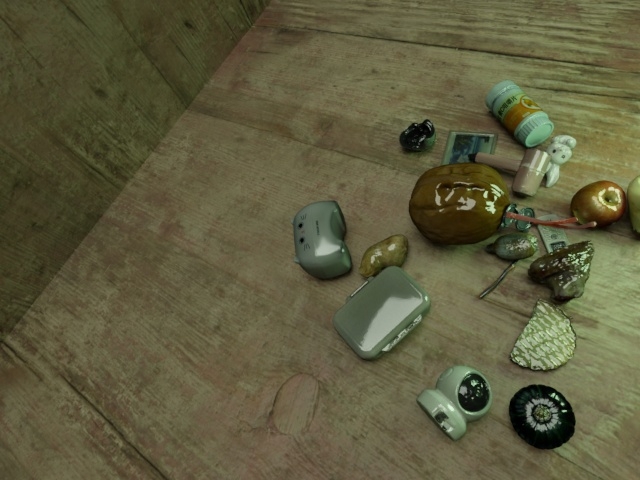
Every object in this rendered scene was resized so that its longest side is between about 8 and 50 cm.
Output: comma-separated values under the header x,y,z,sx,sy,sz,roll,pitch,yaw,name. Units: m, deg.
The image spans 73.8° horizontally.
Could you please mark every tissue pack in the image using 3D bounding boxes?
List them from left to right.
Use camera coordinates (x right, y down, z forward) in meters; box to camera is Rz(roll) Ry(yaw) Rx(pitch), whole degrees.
x,y,z,sx,sy,sz,roll,pitch,yaw,name
0.000,0.000,1.920,0.236,0.229,0.333,-14,58,12,tissue pack

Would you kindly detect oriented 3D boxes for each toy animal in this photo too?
x,y,z,sx,sy,sz,roll,pitch,yaw,name
0.999,-0.347,1.820,0.104,0.131,0.220,29,77,16,toy animal

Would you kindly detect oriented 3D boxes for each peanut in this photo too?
x,y,z,sx,sy,sz,roll,pitch,yaw,name
0.273,0.069,1.849,0.253,0.122,0.137,-29,50,5,peanut

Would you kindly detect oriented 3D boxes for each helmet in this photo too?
x,y,z,sx,sy,sz,roll,pitch,yaw,name
0.490,-0.499,2.099,0.177,0.107,0.153,-10,61,36,helmet

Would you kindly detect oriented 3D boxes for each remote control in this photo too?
x,y,z,sx,sy,sz,roll,pitch,yaw,name
0.936,-0.019,1.715,0.088,0.029,0.190,-12,59,13,remote control

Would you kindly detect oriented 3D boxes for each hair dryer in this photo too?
x,y,z,sx,sy,sz,roll,pitch,yaw,name
0.804,-0.323,1.878,0.344,0.107,0.189,26,101,40,hair dryer

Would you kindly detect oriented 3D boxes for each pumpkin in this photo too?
x,y,z,sx,sy,sz,roll,pitch,yaw,name
0.724,0.574,1.399,0.202,0.140,0.202,-10,57,15,pumpkin

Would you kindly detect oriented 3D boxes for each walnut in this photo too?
x,y,z,sx,sy,sz,roll,pitch,yaw,name
0.566,-0.155,1.752,0.398,0.308,0.354,0,66,29,walnut

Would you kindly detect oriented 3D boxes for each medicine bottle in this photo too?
x,y,z,sx,sy,sz,roll,pitch,yaw,name
0.247,0.293,1.734,0.375,0.123,0.282,-41,58,-5,medicine bottle
0.911,-0.580,1.957,0.158,0.158,0.318,-27,57,4,medicine bottle

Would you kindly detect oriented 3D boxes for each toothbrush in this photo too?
x,y,z,sx,sy,sz,roll,pitch,yaw,name
0.749,0.124,1.707,0.321,0.023,0.031,-40,54,-5,toothbrush

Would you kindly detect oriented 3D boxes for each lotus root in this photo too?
x,y,z,sx,sy,sz,roll,pitch,yaw,name
0.765,0.025,1.711,0.192,0.088,0.113,-6,50,35,lotus root

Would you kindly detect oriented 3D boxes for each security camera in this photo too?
x,y,z,sx,sy,sz,roll,pitch,yaw,name
0.476,0.547,1.480,0.236,0.194,0.194,-38,57,-10,security camera

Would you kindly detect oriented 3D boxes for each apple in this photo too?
x,y,z,sx,sy,sz,roll,pitch,yaw,name
1.067,-0.137,1.651,0.199,0.199,0.199,-9,60,15,apple

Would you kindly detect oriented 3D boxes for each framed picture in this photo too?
x,y,z,sx,sy,sz,roll,pitch,yaw,name
0.691,-0.386,2.009,0.232,0.024,0.314,10,67,23,framed picture

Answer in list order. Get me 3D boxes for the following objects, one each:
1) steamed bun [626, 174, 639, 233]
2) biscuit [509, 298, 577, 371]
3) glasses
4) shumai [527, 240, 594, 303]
x,y,z,sx,sy,sz,roll,pitch,yaw,name
1.252,-0.151,1.569,0.273,0.232,0.166,-28,29,4,steamed bun
0.820,0.362,1.542,0.187,0.036,0.273,30,75,30,biscuit
0.846,-0.058,1.607,0.268,0.234,0.118,25,103,50,glasses
0.916,0.131,1.587,0.218,0.184,0.185,-26,91,-9,shumai
